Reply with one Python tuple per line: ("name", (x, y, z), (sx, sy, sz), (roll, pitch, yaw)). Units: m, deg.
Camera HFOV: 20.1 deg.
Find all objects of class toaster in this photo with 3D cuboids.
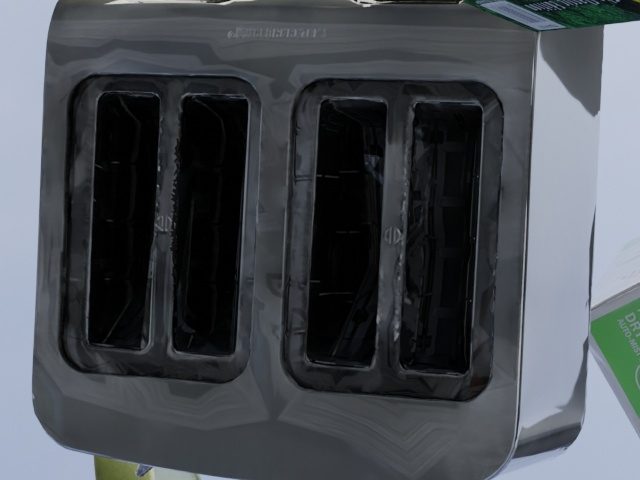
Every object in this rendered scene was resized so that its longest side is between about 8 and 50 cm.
("toaster", (0.000, 0.000, 0.595), (0.168, 0.110, 0.185), (4, -89, 20))

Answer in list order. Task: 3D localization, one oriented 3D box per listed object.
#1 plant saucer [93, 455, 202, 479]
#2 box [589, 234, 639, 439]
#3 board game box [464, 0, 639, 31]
("plant saucer", (-0.109, 0.229, 1.352), (0.037, 0.241, 0.241), (-17, -112, 6))
("box", (0.278, 0.107, 1.057), (0.127, 0.231, 0.262), (-29, -88, 20))
("board game box", (0.108, -0.176, 0.426), (0.030, 0.136, 0.259), (20, -90, -16))
